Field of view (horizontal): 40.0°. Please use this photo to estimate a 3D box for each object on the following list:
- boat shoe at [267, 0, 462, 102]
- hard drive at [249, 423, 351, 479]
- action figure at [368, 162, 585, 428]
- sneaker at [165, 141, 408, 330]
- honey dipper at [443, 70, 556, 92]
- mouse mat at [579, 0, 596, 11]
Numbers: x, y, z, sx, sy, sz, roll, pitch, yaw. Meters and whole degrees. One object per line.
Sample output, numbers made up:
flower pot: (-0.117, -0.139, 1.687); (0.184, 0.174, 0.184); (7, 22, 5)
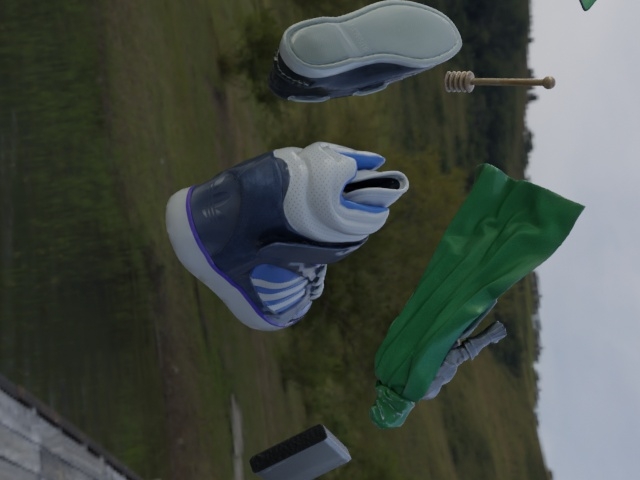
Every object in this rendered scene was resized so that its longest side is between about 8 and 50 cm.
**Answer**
boat shoe: (0.061, -0.259, 1.221); (0.091, 0.302, 0.114); (-49, -123, 53)
hard drive: (-0.022, 0.259, 1.045); (0.022, 0.094, 0.135); (65, 2, 28)
action figure: (0.110, 0.055, 0.718); (0.063, 0.232, 0.137); (36, -1, -27)
sneaker: (0.000, -0.001, 0.987); (0.323, 0.236, 0.130); (45, 32, -60)
honey dipper: (0.250, -0.220, 1.225); (0.030, 0.160, 0.031); (-18, 111, -55)
mouse mat: (0.473, -0.473, 1.412); (0.007, 0.190, 0.152); (47, 8, 32)
